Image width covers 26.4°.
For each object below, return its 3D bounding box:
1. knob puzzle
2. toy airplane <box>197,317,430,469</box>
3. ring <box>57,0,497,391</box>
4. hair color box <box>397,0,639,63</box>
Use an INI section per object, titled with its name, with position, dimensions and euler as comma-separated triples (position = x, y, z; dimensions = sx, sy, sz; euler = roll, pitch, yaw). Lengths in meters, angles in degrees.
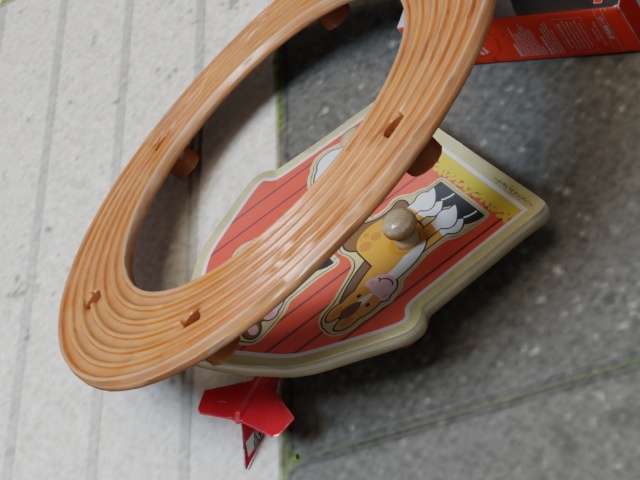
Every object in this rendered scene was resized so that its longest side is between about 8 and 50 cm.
[knob puzzle]
position = 0.000, 0.000, 0.751
dimensions = 0.213, 0.030, 0.213
euler = -19, 40, 16
[toy airplane]
position = -0.017, 0.054, 0.762
dimensions = 0.151, 0.028, 0.151
euler = -20, 49, 25
[ring]
position = -0.027, -0.052, 0.774
dimensions = 0.336, 0.032, 0.336
euler = -37, 26, 22
[hair color box]
position = 0.122, -0.145, 0.795
dimensions = 0.141, 0.043, 0.072
euler = -1, 60, 36
